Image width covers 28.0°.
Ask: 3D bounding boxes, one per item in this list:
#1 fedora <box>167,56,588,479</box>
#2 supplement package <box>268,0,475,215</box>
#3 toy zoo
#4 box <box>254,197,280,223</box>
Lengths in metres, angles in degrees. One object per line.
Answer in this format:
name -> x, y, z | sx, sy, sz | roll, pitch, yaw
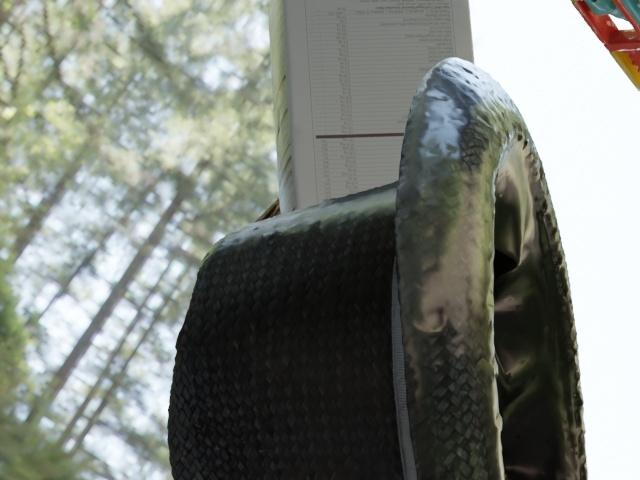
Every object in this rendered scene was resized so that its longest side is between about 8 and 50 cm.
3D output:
fedora -> 0.031, 0.087, 0.585 | 0.152, 0.334, 0.334 | -4, -42, 18
supplement package -> 0.037, -0.072, 0.938 | 0.139, 0.244, 0.134 | -2, -12, -6
toy zoo -> 0.415, -0.252, 1.574 | 0.293, 0.030, 0.192 | 46, -14, -23
box -> 0.000, 0.000, 1.153 | 0.021, 0.164, 0.201 | 32, -32, 21
